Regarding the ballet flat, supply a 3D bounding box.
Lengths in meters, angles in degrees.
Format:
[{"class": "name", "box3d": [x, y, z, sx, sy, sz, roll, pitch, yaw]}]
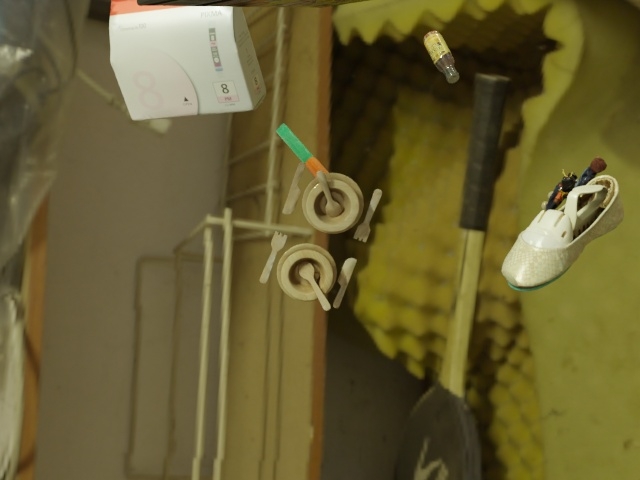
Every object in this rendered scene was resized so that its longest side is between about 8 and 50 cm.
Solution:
[{"class": "ballet flat", "box3d": [0.211, -0.013, 0.818, 0.057, 0.168, 0.052, 16, 125, 39]}]

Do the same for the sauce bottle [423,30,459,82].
[{"class": "sauce bottle", "box3d": [0.252, -0.378, 1.921, 0.042, 0.042, 0.128, -60, 41, 41]}]

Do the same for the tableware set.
[{"class": "tableware set", "box3d": [0.000, 0.000, 1.315, 0.039, 0.128, 0.194, -94, 24, -77]}]

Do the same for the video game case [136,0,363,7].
[{"class": "video game case", "box3d": [-0.013, -0.265, 0.939, 0.275, 0.248, 0.035, 9, 105, 51]}]

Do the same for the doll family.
[{"class": "doll family", "box3d": [0.410, -0.065, 1.534, 0.111, 0.076, 0.193, 95, -164, -67]}]

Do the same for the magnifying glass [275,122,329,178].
[{"class": "magnifying glass", "box3d": [-0.019, -0.124, 1.447, 0.026, 0.092, 0.231, -41, 28, 1]}]

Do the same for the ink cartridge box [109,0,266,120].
[{"class": "ink cartridge box", "box3d": [-0.190, -0.272, 1.196, 0.066, 0.189, 0.232, -66, -34, -47]}]
